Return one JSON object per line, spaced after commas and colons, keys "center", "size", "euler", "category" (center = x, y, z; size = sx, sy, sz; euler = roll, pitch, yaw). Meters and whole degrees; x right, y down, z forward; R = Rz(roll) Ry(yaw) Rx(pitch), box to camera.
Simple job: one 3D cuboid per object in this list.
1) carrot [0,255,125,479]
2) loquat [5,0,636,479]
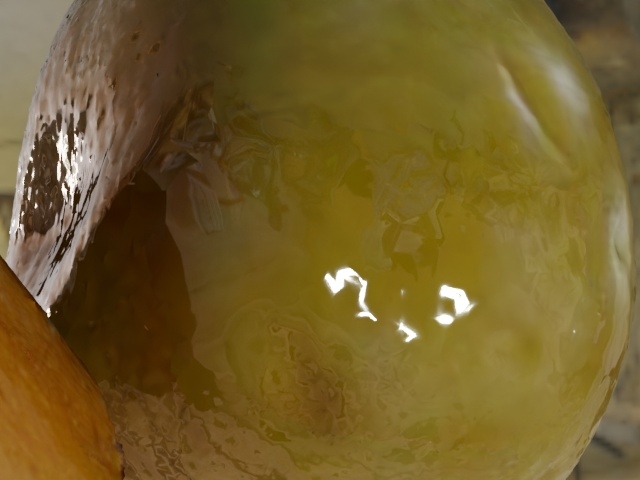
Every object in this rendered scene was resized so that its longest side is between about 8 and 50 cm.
{"center": [-0.225, 0.011, 0.569], "size": [0.193, 0.214, 0.331], "euler": [-40, 117, 3], "category": "carrot"}
{"center": [0.000, 0.000, 0.734], "size": [0.276, 0.283, 0.276], "euler": [-4, 151, -2], "category": "loquat"}
